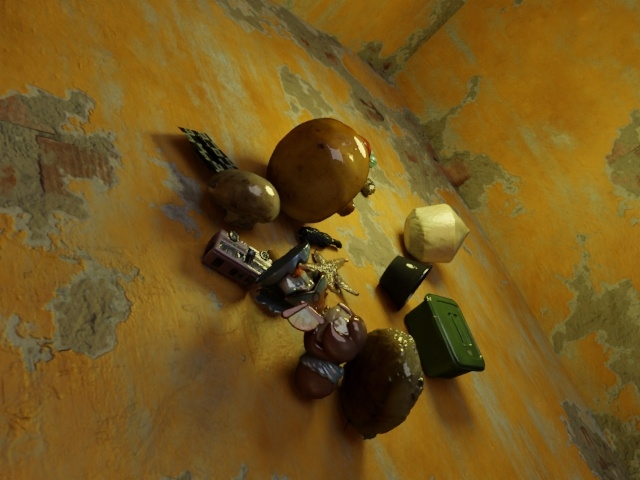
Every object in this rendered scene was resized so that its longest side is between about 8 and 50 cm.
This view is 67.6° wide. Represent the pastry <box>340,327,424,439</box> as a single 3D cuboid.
[{"bbox_3d":[0.170,0.407,1.425,0.136,0.330,0.330,22,40,-22],"label":"pastry"}]

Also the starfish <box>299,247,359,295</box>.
[{"bbox_3d":[0.047,0.127,1.791,0.295,0.048,0.231,-3,49,-55],"label":"starfish"}]

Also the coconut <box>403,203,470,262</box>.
[{"bbox_3d":[0.579,-0.037,2.370,0.328,0.328,0.329,32,36,-27],"label":"coconut"}]

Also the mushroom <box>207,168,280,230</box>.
[{"bbox_3d":[-0.253,-0.136,1.548,0.254,0.184,0.255,24,10,-4],"label":"mushroom"}]

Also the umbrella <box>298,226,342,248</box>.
[{"bbox_3d":[0.002,-0.008,1.862,0.248,0.070,0.071,12,48,-51],"label":"umbrella"}]

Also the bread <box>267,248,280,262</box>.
[{"bbox_3d":[-0.124,0.116,1.534,0.189,0.077,0.114,50,-3,5],"label":"bread"}]

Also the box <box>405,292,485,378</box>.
[{"bbox_3d":[0.499,0.403,1.957,0.252,0.177,0.329,20,41,-42],"label":"box"}]

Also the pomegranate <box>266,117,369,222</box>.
[{"bbox_3d":[-0.007,-0.253,1.816,0.416,0.416,0.417,32,36,-27],"label":"pomegranate"}]

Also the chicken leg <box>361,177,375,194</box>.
[{"bbox_3d":[0.221,-0.309,2.455,0.084,0.069,0.198,-12,58,-30],"label":"chicken leg"}]

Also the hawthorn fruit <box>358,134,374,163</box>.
[{"bbox_3d":[0.182,-0.436,2.403,0.200,0.179,0.179,30,30,11],"label":"hawthorn fruit"}]

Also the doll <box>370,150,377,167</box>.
[{"bbox_3d":[0.260,-0.483,2.680,0.159,0.059,0.159,51,30,1],"label":"doll"}]

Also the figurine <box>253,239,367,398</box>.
[{"bbox_3d":[-0.023,0.228,1.378,0.388,0.248,0.277,52,34,-10],"label":"figurine"}]

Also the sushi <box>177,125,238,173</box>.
[{"bbox_3d":[-0.392,-0.291,1.658,0.215,0.050,0.192,48,15,8],"label":"sushi"}]

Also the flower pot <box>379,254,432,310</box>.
[{"bbox_3d":[0.341,0.160,2.001,0.148,0.235,0.235,36,28,16],"label":"flower pot"}]

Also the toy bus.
[{"bbox_3d":[-0.246,0.061,1.436,0.198,0.096,0.108,34,39,-21],"label":"toy bus"}]
